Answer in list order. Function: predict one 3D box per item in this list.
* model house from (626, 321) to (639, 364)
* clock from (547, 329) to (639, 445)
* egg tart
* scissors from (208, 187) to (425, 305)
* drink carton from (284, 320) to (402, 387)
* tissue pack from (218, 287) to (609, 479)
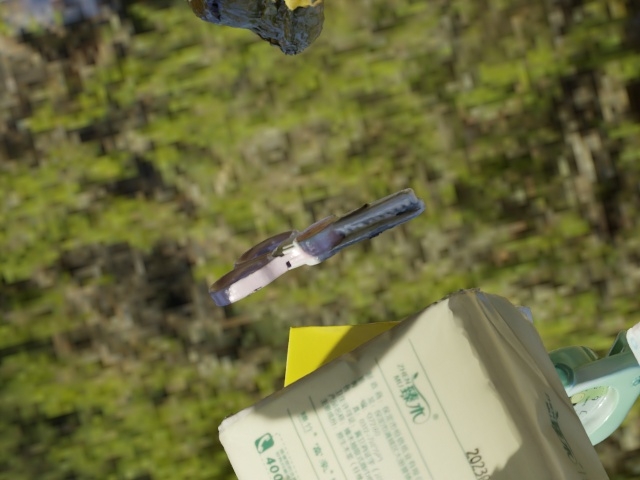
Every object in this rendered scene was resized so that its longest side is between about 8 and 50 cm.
[{"bbox_3d":[0.368,0.113,1.448,0.198,0.224,0.215,-35,167,31],"label":"model house"},{"bbox_3d":[0.255,0.171,2.104,0.188,0.060,0.148,-10,143,-31],"label":"clock"},{"bbox_3d":[-0.100,-0.318,2.004,0.123,0.294,0.294,-23,-175,-15],"label":"egg tart"},{"bbox_3d":[0.000,0.000,1.895,0.242,0.030,0.118,-24,-166,34],"label":"scissors"},{"bbox_3d":[0.032,0.273,2.245,0.154,0.351,0.111,-4,159,28],"label":"drink carton"},{"bbox_3d":[0.123,0.271,1.785,0.297,0.380,0.207,-29,162,18],"label":"tissue pack"}]
